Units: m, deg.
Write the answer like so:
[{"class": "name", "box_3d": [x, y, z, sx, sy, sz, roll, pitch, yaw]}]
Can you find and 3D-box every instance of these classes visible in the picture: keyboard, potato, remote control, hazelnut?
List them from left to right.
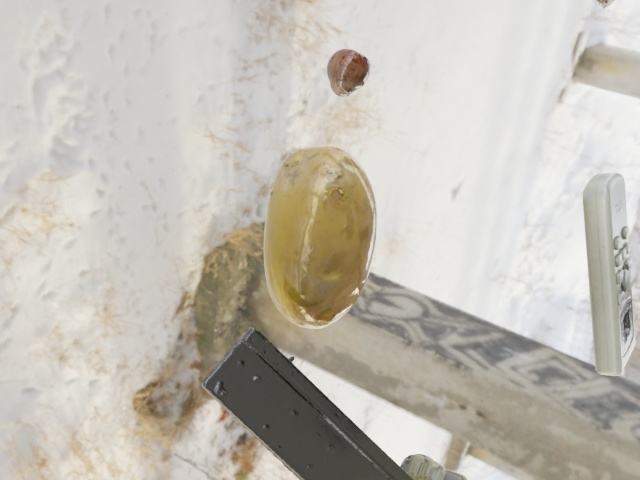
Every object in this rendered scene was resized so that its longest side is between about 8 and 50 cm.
[{"class": "potato", "box_3d": [0.000, 0.000, 0.882, 0.150, 0.146, 0.233, -10, 109, -26]}, {"class": "keyboard", "box_3d": [0.005, 0.233, 0.820, 0.101, 0.310, 0.018, -49, -174, -31]}, {"class": "hazelnut", "box_3d": [0.047, -0.289, 1.240, 0.086, 0.086, 0.086, -45, 148, -40]}, {"class": "remote control", "box_3d": [0.283, 0.029, 0.700, 0.087, 0.029, 0.189, -23, 107, -55]}]

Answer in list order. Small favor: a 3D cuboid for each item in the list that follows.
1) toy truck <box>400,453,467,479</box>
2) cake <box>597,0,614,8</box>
[{"class": "toy truck", "box_3d": [0.202, 0.460, 1.157, 0.147, 0.165, 0.224, -42, 123, -61]}, {"class": "cake", "box_3d": [0.459, -0.520, 1.300, 0.135, 0.246, 0.112, -66, 171, 10]}]
